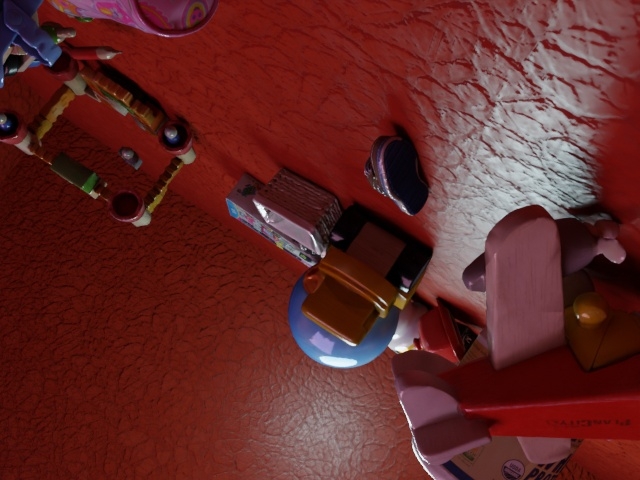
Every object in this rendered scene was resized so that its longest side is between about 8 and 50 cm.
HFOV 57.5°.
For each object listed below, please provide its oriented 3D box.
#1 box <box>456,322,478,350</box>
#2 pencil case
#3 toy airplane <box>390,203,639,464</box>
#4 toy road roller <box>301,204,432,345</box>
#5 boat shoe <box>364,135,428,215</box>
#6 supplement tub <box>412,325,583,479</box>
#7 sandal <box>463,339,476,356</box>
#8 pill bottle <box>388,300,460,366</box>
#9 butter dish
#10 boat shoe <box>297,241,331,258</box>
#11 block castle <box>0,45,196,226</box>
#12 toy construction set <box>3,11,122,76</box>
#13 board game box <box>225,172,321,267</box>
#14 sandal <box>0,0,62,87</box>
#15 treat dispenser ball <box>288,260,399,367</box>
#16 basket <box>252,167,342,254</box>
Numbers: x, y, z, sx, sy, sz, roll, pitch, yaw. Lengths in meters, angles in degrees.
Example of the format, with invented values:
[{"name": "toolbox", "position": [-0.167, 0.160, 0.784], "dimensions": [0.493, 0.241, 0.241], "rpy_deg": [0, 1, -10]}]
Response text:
[{"name": "box", "position": [0.379, 0.278, 1.597], "dimensions": [0.062, 0.083, 0.052], "rpy_deg": [40, 169, -29]}, {"name": "pencil case", "position": [-0.239, -0.318, 0.697], "dimensions": [0.284, 0.124, 0.124], "rpy_deg": [26, 167, 40]}, {"name": "toy airplane", "position": [0.272, 0.142, 0.709], "dimensions": [0.384, 0.272, 0.386], "rpy_deg": [24, 138, -13]}, {"name": "toy road roller", "position": [0.082, 0.097, 1.245], "dimensions": [0.202, 0.240, 0.329], "rpy_deg": [33, 170, 12]}, {"name": "boat shoe", "position": [0.095, -0.091, 0.805], "dimensions": [0.066, 0.066, 0.183], "rpy_deg": [31, 170, 29]}, {"name": "supplement tub", "position": [0.327, 0.283, 0.988], "dimensions": [0.228, 0.316, 0.228], "rpy_deg": [32, -174, -3]}, {"name": "sandal", "position": [0.449, 0.280, 1.371], "dimensions": [0.254, 0.097, 0.054], "rpy_deg": [6, 154, 49]}, {"name": "pill bottle", "position": [0.285, 0.276, 1.681], "dimensions": [0.278, 0.162, 0.162], "rpy_deg": [38, 170, -22]}, {"name": "butter dish", "position": [0.296, 0.252, 1.499], "dimensions": [0.160, 0.118, 0.160], "rpy_deg": [49, -156, -54]}, {"name": "boat shoe", "position": [0.000, 0.000, 1.413], "dimensions": [0.079, 0.084, 0.233], "rpy_deg": [8, -178, 10]}, {"name": "block castle", "position": [-0.571, -0.269, 1.497], "dimensions": [0.453, 0.303, 0.213], "rpy_deg": [33, 170, 5]}, {"name": "toy construction set", "position": [-0.455, -0.375, 0.941], "dimensions": [0.237, 0.257, 0.309], "rpy_deg": [13, 180, 35]}, {"name": "board game box", "position": [-0.112, -0.046, 1.654], "dimensions": [0.303, 0.097, 0.224], "rpy_deg": [35, 170, 1]}, {"name": "sandal", "position": [-0.422, -0.353, 0.767], "dimensions": [0.138, 0.317, 0.126], "rpy_deg": [-10, -151, -37]}, {"name": "treat dispenser ball", "position": [0.059, 0.185, 1.514], "dimensions": [0.288, 0.288, 0.288], "rpy_deg": [34, 171, 6]}, {"name": "basket", "position": [-0.044, -0.066, 1.268], "dimensions": [0.167, 0.103, 0.113], "rpy_deg": [31, 164, 24]}]
